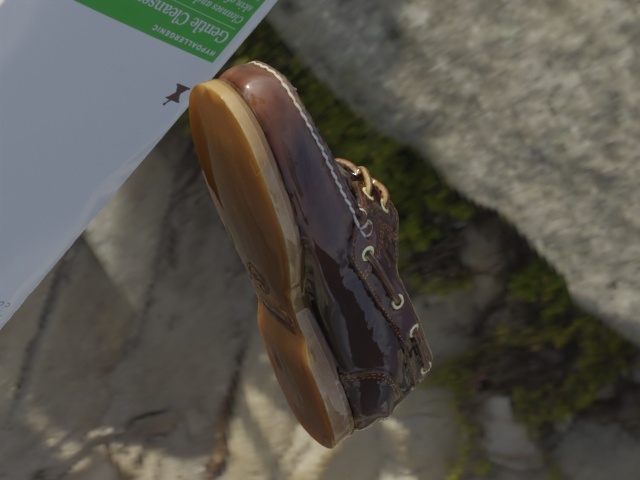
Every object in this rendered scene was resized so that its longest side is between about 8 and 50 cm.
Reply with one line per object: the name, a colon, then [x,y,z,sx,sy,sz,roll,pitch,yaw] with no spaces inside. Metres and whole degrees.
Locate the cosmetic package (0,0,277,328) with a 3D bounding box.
cosmetic package: [-0.208,-0.125,1.237,0.197,0.365,0.155,18,28,-50]

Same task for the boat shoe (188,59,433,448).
boat shoe: [0.000,0.000,0.835,0.073,0.073,0.207,-31,133,-16]
